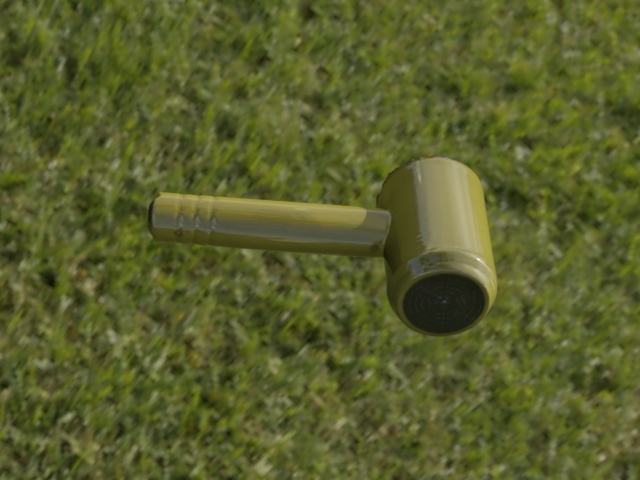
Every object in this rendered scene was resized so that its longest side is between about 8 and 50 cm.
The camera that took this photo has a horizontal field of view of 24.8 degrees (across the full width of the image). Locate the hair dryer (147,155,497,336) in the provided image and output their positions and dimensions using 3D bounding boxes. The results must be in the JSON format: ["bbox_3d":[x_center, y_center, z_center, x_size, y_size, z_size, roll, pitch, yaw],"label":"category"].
[{"bbox_3d":[0.000,0.000,1.172,0.279,0.090,0.135,4,42,-5],"label":"hair dryer"}]
